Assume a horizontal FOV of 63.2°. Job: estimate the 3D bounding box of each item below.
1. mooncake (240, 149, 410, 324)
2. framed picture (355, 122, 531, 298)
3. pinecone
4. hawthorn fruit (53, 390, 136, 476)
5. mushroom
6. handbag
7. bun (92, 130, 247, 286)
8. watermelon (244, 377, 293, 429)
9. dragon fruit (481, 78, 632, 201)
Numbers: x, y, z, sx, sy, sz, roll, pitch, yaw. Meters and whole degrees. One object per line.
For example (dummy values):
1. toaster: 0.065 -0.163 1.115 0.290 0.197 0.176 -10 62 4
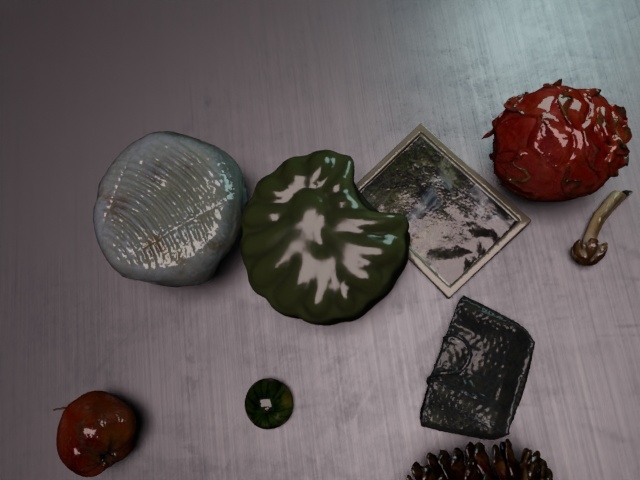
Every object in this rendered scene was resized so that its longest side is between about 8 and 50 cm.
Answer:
1. mooncake: 0.000 0.000 1.057 0.351 0.187 0.351 -2 82 13
2. framed picture: 0.245 -0.070 1.116 0.240 0.020 0.324 -42 73 1
3. pinecone: 0.277 0.462 0.897 0.292 0.246 0.246 -1 77 27
4. hawthorn fruit: -0.489 0.388 1.108 0.163 0.162 0.203 -49 56 -2
5. mushroom: 0.559 -0.033 1.028 0.060 0.061 0.187 29 80 21
6. handbag: 0.304 0.256 1.005 0.175 0.088 0.270 18 82 22
7. bun: -0.321 -0.058 1.136 0.354 0.194 0.355 -2 76 8
8. watermelon: -0.111 0.341 1.073 0.105 0.062 0.106 -1 86 10
9. dragon fruit: 0.453 -0.183 0.996 0.252 0.241 0.241 -28 74 16
